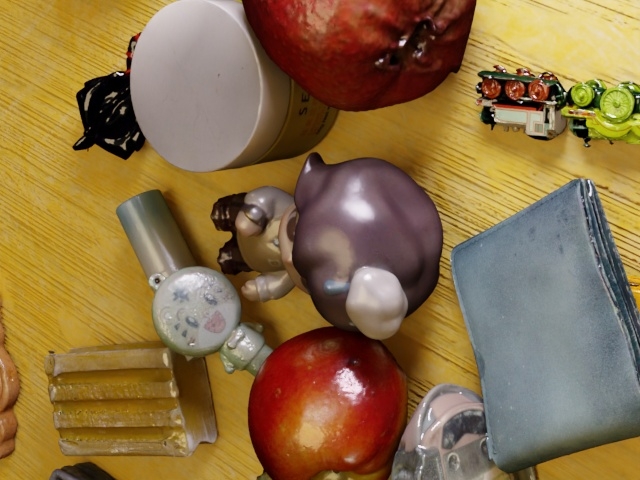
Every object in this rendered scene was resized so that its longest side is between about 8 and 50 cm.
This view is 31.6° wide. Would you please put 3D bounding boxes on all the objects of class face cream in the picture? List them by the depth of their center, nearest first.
[{"bbox_3d":[-0.108,-0.204,1.475,0.218,0.179,0.218,7,103,34],"label":"face cream"},{"bbox_3d":[-0.215,0.051,1.662,0.077,0.077,0.250,-31,81,35],"label":"face cream"}]

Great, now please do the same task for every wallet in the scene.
[{"bbox_3d":[0.258,0.105,1.296,0.251,0.054,0.290,-33,68,49],"label":"wallet"}]

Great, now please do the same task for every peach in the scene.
[{"bbox_3d":[0.012,0.212,1.447,0.243,0.199,0.243,-50,31,47],"label":"peach"}]

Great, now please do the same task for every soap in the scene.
[{"bbox_3d":[-0.298,0.243,1.750,0.274,0.089,0.173,-7,95,35],"label":"soap"}]

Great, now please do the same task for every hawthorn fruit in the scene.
[{"bbox_3d":[0.033,-0.306,1.325,0.265,0.265,0.307,-55,47,29],"label":"hawthorn fruit"}]

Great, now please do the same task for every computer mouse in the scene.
[{"bbox_3d":[0.174,0.366,1.399,0.115,0.199,0.389,-7,94,56],"label":"computer mouse"}]

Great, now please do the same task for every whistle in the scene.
[{"bbox_3d":[-0.135,0.129,1.585,0.258,0.067,0.126,37,77,-3],"label":"whistle"}]

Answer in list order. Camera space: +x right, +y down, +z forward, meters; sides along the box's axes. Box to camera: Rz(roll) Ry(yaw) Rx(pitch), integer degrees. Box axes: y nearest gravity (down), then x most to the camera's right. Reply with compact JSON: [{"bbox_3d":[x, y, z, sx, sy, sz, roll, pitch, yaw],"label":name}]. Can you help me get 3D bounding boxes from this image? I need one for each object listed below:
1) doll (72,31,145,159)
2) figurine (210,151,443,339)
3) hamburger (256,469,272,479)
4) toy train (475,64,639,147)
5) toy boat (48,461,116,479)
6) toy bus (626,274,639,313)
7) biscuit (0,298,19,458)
[{"bbox_3d":[-0.272,-0.211,1.655,0.248,0.088,0.127,-45,52,23],"label":"doll"},{"bbox_3d":[-0.017,-0.001,1.435,0.365,0.206,0.218,3,92,36],"label":"figurine"},{"bbox_3d":[0.031,0.427,1.510,0.288,0.192,0.167,48,119,48],"label":"hamburger"},{"bbox_3d":[0.288,-0.150,1.288,0.250,0.053,0.085,12,111,33],"label":"toy train"},{"bbox_3d":[-0.338,0.482,1.832,0.283,0.078,0.127,40,118,22],"label":"toy boat"},{"bbox_3d":[0.352,0.124,1.283,0.069,0.074,0.162,7,104,35],"label":"toy bus"},{"bbox_3d":[-0.614,0.227,1.995,0.202,0.047,0.334,-8,95,36],"label":"biscuit"}]
